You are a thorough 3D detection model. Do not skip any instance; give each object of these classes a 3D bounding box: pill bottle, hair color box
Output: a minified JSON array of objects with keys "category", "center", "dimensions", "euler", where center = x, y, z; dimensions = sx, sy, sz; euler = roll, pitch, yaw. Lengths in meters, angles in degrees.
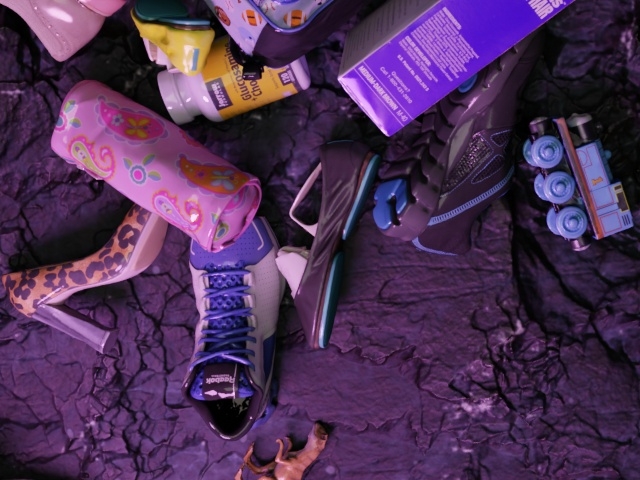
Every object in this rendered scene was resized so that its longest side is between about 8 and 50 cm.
[{"category":"pill bottle","center":[-0.112,-0.215,1.761],"dimensions":[0.184,0.103,0.103],"euler":[-20,98,8]},{"category":"hair color box","center":[0.186,-0.289,1.649],"dimensions":[0.339,0.185,0.110],"euler":[-37,108,21]}]

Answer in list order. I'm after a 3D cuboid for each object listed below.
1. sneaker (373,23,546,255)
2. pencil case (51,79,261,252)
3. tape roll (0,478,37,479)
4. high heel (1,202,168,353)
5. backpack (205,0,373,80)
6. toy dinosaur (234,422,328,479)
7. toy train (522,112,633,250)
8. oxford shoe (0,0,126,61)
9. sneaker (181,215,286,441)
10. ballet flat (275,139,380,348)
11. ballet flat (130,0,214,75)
[{"category":"sneaker","center":[0.201,-0.140,1.763],"dimensions":[0.139,0.125,0.341],"euler":[26,100,-29]},{"category":"pencil case","center":[-0.215,-0.096,1.749],"dimensions":[0.284,0.124,0.124],"euler":[31,102,15]},{"category":"tape roll","center":[-0.426,0.535,1.945],"dimensions":[0.391,0.072,0.392],"euler":[1,100,4]},{"category":"high heel","center":[-0.318,0.000,1.836],"dimensions":[0.186,0.093,0.261],"euler":[26,94,15]},{"category":"backpack","center":[-0.057,-0.377,1.641],"dimensions":[0.263,0.213,0.276],"euler":[44,63,13]},{"category":"toy dinosaur","center":[-0.065,0.343,1.884],"dimensions":[0.112,0.064,0.212],"euler":[30,102,-3]},{"category":"toy train","center":[0.334,-0.082,1.768],"dimensions":[0.105,0.080,0.184],"euler":[-20,96,-1]},{"category":"oxford shoe","center":[-0.440,-0.392,1.739],"dimensions":[0.397,0.140,0.146],"euler":[42,108,-2]},{"category":"sneaker","center":[-0.112,0.126,1.786],"dimensions":[0.127,0.182,0.316],"euler":[-1,101,3]},{"category":"ballet flat","center":[0.000,0.000,1.806],"dimensions":[0.096,0.095,0.281],"euler":[16,91,11]},{"category":"ballet flat","center":[-0.189,-0.253,1.705],"dimensions":[0.077,0.231,0.077],"euler":[-5,109,-20]}]
